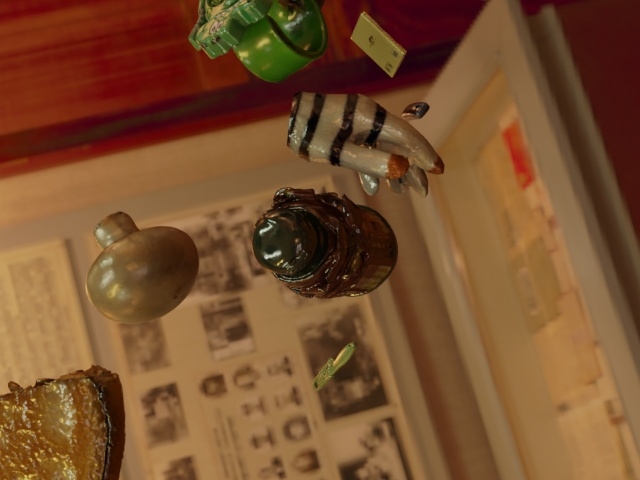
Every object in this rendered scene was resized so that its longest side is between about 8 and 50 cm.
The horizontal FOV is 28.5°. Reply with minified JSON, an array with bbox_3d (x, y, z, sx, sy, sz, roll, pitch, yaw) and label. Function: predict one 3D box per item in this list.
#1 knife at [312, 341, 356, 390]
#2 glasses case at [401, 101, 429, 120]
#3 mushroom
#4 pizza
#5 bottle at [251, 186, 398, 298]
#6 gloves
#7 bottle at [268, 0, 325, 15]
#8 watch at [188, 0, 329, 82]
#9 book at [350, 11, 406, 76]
[{"bbox_3d":[0.021,0.202,2.048,0.207,0.014,0.030,125,136,-57],"label":"knife"},{"bbox_3d":[0.171,-0.238,2.300,0.023,0.033,0.083,39,172,-16],"label":"glasses case"},{"bbox_3d":[-0.316,0.037,2.166,0.204,0.204,0.204,166,90,-79],"label":"mushroom"},{"bbox_3d":[-0.366,0.294,1.557,0.074,0.287,0.251,6,-105,-79],"label":"pizza"},{"bbox_3d":[0.000,0.000,1.680,0.156,0.143,0.271,50,-164,19],"label":"bottle"},{"bbox_3d":[0.066,-0.139,1.743,0.140,0.218,0.131,93,-174,-81],"label":"gloves"},{"bbox_3d":[-0.160,-0.452,2.020,0.168,0.347,0.168,-61,-8,-15],"label":"bottle"},{"bbox_3d":[-0.071,-0.260,1.564,0.152,0.131,0.165,39,-142,-34],"label":"watch"},{"bbox_3d":[0.106,-0.358,2.301,0.111,0.014,0.077,45,151,10],"label":"book"}]
